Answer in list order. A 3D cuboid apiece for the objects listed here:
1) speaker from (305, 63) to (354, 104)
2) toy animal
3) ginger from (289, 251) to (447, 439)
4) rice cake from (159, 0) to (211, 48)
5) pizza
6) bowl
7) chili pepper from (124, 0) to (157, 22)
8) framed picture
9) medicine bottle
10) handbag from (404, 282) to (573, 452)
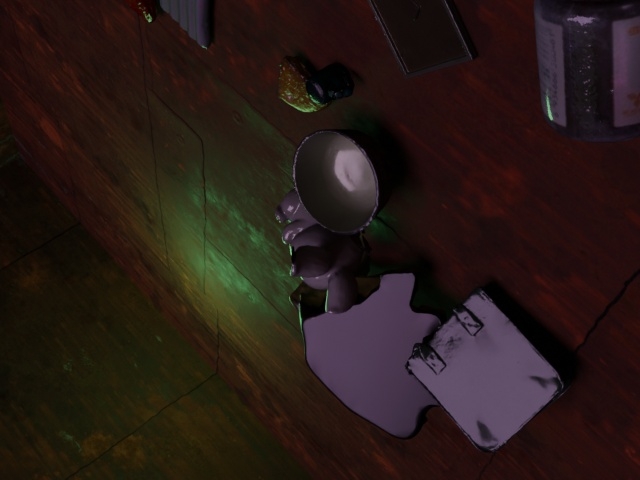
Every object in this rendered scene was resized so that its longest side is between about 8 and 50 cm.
[{"bbox_3d":[0.022,-0.294,1.597,0.094,0.075,0.060,4,126,57],"label":"speaker"},{"bbox_3d":[0.004,0.002,1.773,0.208,0.154,0.325,45,-162,-20],"label":"toy animal"},{"bbox_3d":[0.156,0.198,1.879,0.358,0.211,0.413,-39,89,31],"label":"ginger"},{"bbox_3d":[-0.298,-0.545,1.876,0.189,0.037,0.198,48,154,13],"label":"rice cake"},{"bbox_3d":[-0.038,-0.316,1.713,0.178,0.041,0.131,-1,124,60],"label":"pizza"},{"bbox_3d":[0.059,-0.128,1.665,0.211,0.112,0.211,20,122,34],"label":"bowl"},{"bbox_3d":[-0.442,-0.614,1.966,0.144,0.136,0.252,15,150,14],"label":"chili pepper"},{"bbox_3d":[0.138,-0.384,1.360,0.184,0.016,0.250,-3,119,61],"label":"framed picture"},{"bbox_3d":[0.336,-0.267,1.001,0.165,0.165,0.273,28,143,43],"label":"medicine bottle"},{"bbox_3d":[0.319,0.246,1.639,0.260,0.079,0.247,47,121,17],"label":"handbag"}]
